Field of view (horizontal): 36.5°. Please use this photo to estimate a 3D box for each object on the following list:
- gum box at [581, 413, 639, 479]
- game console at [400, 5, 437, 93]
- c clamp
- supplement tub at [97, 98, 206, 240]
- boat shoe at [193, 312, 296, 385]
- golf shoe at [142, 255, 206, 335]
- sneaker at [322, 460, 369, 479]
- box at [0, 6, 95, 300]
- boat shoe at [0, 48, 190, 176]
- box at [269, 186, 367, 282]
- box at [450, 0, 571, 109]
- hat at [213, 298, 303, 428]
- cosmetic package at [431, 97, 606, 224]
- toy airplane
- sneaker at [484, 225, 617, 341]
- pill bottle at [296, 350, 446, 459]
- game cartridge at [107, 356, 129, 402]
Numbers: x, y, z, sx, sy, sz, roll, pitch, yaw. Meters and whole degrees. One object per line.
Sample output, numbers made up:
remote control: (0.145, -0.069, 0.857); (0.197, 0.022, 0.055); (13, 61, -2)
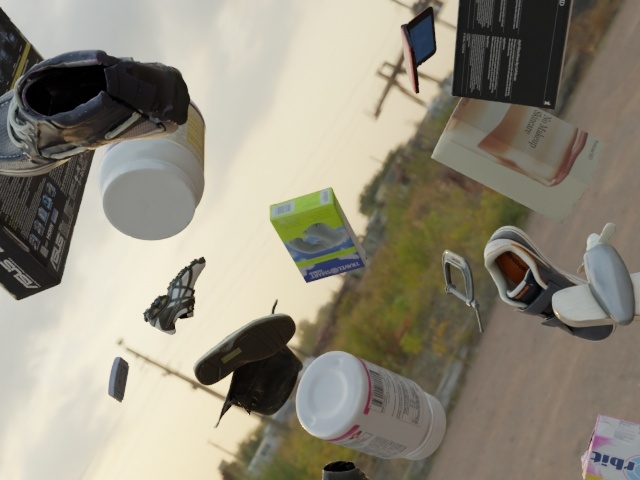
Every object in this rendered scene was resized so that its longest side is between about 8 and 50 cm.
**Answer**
gum box: (0.546, 0.375, 1.654); (0.062, 0.189, 0.107); (-53, -29, -54)
game console: (0.228, -0.419, 2.142); (0.144, 0.085, 0.124); (73, -178, -52)
c clamp: (0.276, 0.092, 1.917); (0.160, 0.022, 0.137); (-132, 30, -66)
supplement tub: (-0.386, -0.181, 2.236); (0.331, 0.241, 0.241); (-97, 26, -50)
boat shoe: (-0.133, 0.174, 1.649); (0.190, 0.068, 0.072); (-26, 14, -5)
golf shoe: (-0.310, 0.127, 2.190); (0.198, 0.094, 0.077); (-52, 6, -19)
sneaker: (0.092, 0.488, 1.909); (0.222, 0.083, 0.118); (-2, -80, -41)
box: (-0.486, -0.153, 1.465); (0.097, 0.318, 0.394); (-20, 41, 18)
boat shoe: (-0.342, -0.162, 1.189); (0.158, 0.341, 0.127); (7, -108, -63)
box: (0.000, 0.000, 1.554); (0.042, 0.109, 0.178); (-92, -19, -44)
box: (0.327, -0.366, 1.638); (0.103, 0.184, 0.261); (-61, -23, -46)
hat: (-0.119, 0.306, 2.195); (0.331, 0.134, 0.331); (-62, -5, -9)
cosmetic package: (0.393, -0.181, 1.926); (0.153, 0.296, 0.129); (-59, -5, -41)
toy airplane: (0.615, 0.045, 1.525); (0.386, 0.384, 0.272); (-38, -51, -28)
sneaker: (0.466, 0.112, 2.008); (0.126, 0.321, 0.127); (-55, -8, 35)
pill bottle: (0.102, 0.318, 1.810); (0.283, 0.160, 0.160); (29, -91, -43)
game cartridge: (-0.406, 0.278, 1.946); (0.056, 0.017, 0.083); (68, -156, -62)
